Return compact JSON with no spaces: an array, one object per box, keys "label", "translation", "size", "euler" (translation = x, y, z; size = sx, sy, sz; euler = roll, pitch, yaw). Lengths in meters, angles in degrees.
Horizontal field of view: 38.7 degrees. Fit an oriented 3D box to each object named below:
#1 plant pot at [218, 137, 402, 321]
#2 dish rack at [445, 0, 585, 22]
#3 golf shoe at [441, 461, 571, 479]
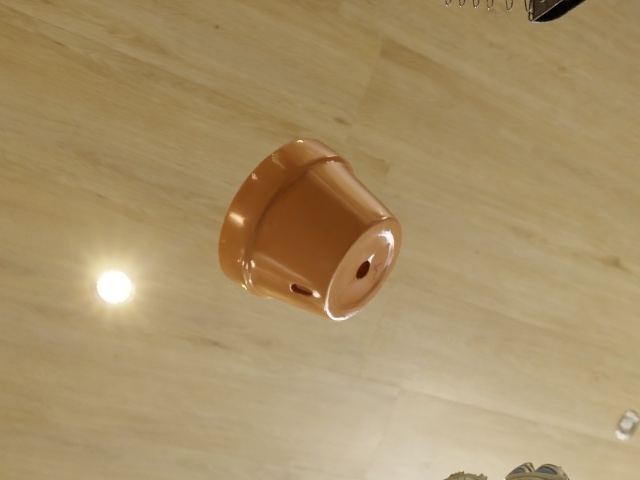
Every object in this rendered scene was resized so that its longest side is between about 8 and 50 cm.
[{"label":"plant pot","translation":[0.000,0.000,1.537],"size":[0.291,0.203,0.291],"euler":[-37,-34,-31]},{"label":"dish rack","translation":[0.254,-0.377,1.255],"size":[0.271,0.208,0.074],"euler":[0,-99,-17]},{"label":"golf shoe","translation":[0.117,0.223,0.715],"size":[0.086,0.176,0.069],"euler":[-22,-102,-42]}]
